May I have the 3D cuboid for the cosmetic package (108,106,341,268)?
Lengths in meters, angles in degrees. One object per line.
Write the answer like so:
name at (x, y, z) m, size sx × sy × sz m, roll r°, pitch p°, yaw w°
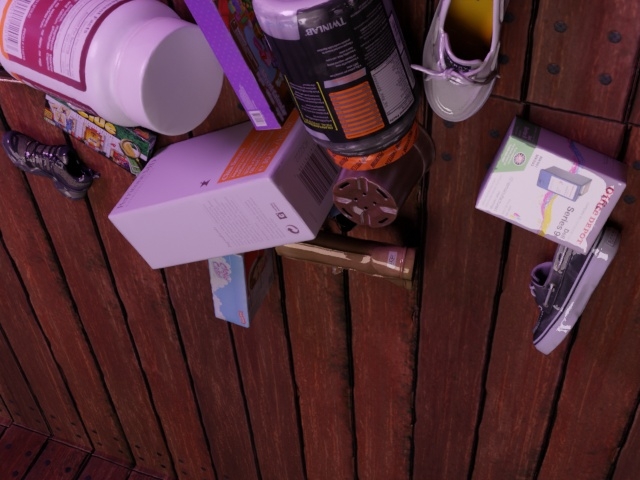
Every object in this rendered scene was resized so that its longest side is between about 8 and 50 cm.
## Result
cosmetic package at (-0.179, -0.101, 1.987) m, size 0.453 × 0.230 × 0.161 m, roll -11°, pitch 128°, yaw 39°

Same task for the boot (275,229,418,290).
boot at (0.060, 0.026, 2.025) m, size 0.270 × 0.089 × 0.236 m, roll 10°, pitch 170°, yaw 8°

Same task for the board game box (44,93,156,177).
board game box at (-0.473, -0.241, 2.146) m, size 0.260 × 0.030 × 0.136 m, roll 32°, pitch 141°, yaw 4°

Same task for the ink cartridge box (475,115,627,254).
ink cartridge box at (0.395, -0.094, 1.722) m, size 0.212 × 0.093 × 0.154 m, roll 24°, pitch 122°, yaw 2°

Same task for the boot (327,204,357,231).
boot at (0.028, -0.066, 2.002) m, size 0.082 × 0.106 × 0.219 m, roll 43°, pitch 140°, yaw -20°

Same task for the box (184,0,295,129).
box at (-0.104, -0.358, 1.656) m, size 0.057 × 0.201 × 0.293 m, roll 0°, pitch 136°, yaw 33°

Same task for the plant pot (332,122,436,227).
plant pot at (0.107, -0.124, 1.836) m, size 0.167 × 0.165 × 0.167 m, roll 17°, pitch 141°, yaw 14°

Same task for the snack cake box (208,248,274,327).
snack cake box at (-0.175, 0.051, 2.229) m, size 0.089 × 0.152 × 0.264 m, roll 17°, pitch 142°, yaw 14°

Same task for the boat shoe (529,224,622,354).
boat shoe at (0.460, 0.079, 1.922) m, size 0.119 × 0.121 × 0.335 m, roll 27°, pitch 133°, yaw 12°

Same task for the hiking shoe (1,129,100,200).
hiking shoe at (-0.608, -0.193, 2.280) m, size 0.227 × 0.086 × 0.114 m, roll 34°, pitch 130°, yaw -18°

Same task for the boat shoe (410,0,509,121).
boat shoe at (0.222, -0.296, 1.566) m, size 0.136 × 0.156 × 0.367 m, roll 22°, pitch 143°, yaw 7°

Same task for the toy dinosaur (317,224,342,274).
toy dinosaur at (0.000, 0.000, 2.144) m, size 0.112 × 0.064 × 0.211 m, roll 1°, pitch 152°, yaw 17°

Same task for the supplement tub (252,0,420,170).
supplement tub at (0.039, -0.290, 1.628) m, size 0.207 × 0.207 × 0.338 m, roll 3°, pitch 138°, yaw 29°

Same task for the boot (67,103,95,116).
boot at (-0.372, -0.293, 2.012) m, size 0.244 × 0.088 × 0.176 m, roll -5°, pitch 180°, yaw 0°

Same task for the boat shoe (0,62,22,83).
boat shoe at (-0.565, -0.350, 2.041) m, size 0.285 × 0.089 × 0.104 m, roll 7°, pitch 138°, yaw 24°

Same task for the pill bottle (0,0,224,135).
pill bottle at (-0.369, -0.329, 1.753) m, size 0.392 × 0.224 × 0.224 m, roll 25°, pitch 147°, yaw 33°
